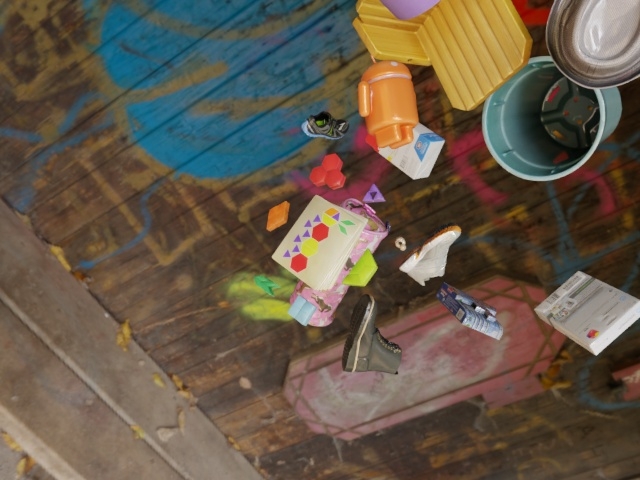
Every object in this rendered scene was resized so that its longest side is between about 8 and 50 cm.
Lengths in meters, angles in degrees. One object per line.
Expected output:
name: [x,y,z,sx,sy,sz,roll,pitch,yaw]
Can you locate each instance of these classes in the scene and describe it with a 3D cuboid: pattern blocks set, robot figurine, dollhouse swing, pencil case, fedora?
pattern blocks set: [0.000,0.000,1.116,0.285,0.325,0.026,43,2,30]
robot figurine: [0.164,-0.334,1.276,0.128,0.158,0.220,100,-18,-84]
dollhouse swing: [0.299,-0.528,1.355,0.315,0.347,0.305,-2,73,-25]
pencil case: [0.046,0.072,1.528,0.167,0.386,0.160,10,33,-32]
fedora: [0.581,-0.445,1.049,0.243,0.276,0.124,30,19,16]

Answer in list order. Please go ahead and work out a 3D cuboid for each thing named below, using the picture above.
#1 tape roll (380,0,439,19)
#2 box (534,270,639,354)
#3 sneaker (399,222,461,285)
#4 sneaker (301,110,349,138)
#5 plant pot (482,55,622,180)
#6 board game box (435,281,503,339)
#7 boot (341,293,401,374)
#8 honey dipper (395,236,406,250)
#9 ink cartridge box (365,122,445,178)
tape roll: [0.157,-0.440,0.808,0.080,0.189,0.189,34,31,-29]
box: [0.596,0.156,1.188,0.038,0.145,0.186,49,-1,-21]
sneaker: [0.376,0.048,1.706,0.121,0.262,0.099,43,44,1]
sneaker: [0.027,-0.374,1.714,0.188,0.078,0.067,-8,61,-40]
plant pot: [0.721,-0.375,1.593,0.334,0.341,0.341,-20,82,-43]
board game box: [0.485,0.225,1.650,0.194,0.060,0.194,23,13,-19]
boot: [0.136,0.218,1.214,0.137,0.198,0.077,9,28,-10]
honey dipper: [0.231,0.010,1.521,0.030,0.030,0.160,62,7,-1]
ink cartridge box: [0.256,-0.309,1.649,0.078,0.134,0.231,-15,48,-40]
